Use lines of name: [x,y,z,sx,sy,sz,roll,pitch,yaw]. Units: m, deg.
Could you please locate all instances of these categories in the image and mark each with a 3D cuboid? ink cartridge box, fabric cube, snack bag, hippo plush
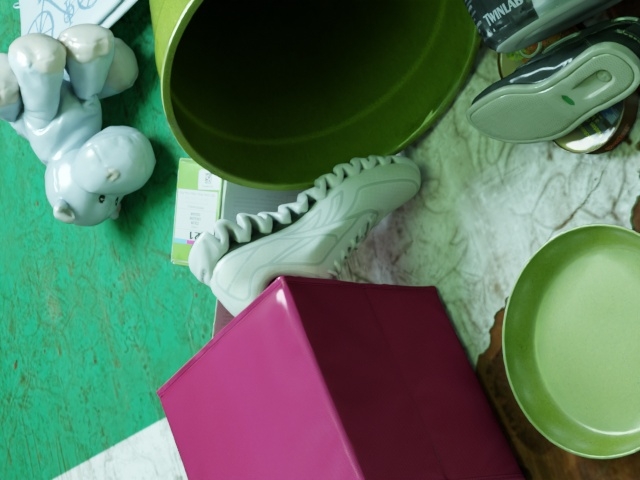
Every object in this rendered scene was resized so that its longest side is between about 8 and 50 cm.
ink cartridge box: [-0.083,0.034,1.785,0.097,0.189,0.255,8,93,47]
fabric cube: [0.018,0.218,1.627,0.254,0.259,0.258,-45,56,35]
snack bag: [-0.360,-0.420,2.172,0.323,0.037,0.342,-38,50,38]
hippo plush: [-0.364,-0.139,2.045,0.294,0.234,0.236,-31,73,27]

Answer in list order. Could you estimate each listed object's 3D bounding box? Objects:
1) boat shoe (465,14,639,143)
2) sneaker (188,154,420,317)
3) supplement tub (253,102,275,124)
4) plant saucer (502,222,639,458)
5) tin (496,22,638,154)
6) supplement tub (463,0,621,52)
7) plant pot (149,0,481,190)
boat shoe: [0.246,-0.163,1.513,0.233,0.084,0.079,-24,33,49]
sneaker: [0.000,0.000,1.667,0.118,0.292,0.110,53,160,27]
supplement tub: [-0.051,-0.134,1.821,0.071,0.107,0.071,-4,85,45]
plant saucer: [0.293,0.103,1.511,0.241,0.037,0.241,-4,85,46]
tin: [0.261,-0.171,1.560,0.106,0.040,0.189,-51,55,26]
supplement tub: [0.187,-0.363,1.455,0.193,0.193,0.316,-28,86,41]
plant pot: [-0.052,-0.310,1.694,0.366,0.366,0.353,-54,42,28]
